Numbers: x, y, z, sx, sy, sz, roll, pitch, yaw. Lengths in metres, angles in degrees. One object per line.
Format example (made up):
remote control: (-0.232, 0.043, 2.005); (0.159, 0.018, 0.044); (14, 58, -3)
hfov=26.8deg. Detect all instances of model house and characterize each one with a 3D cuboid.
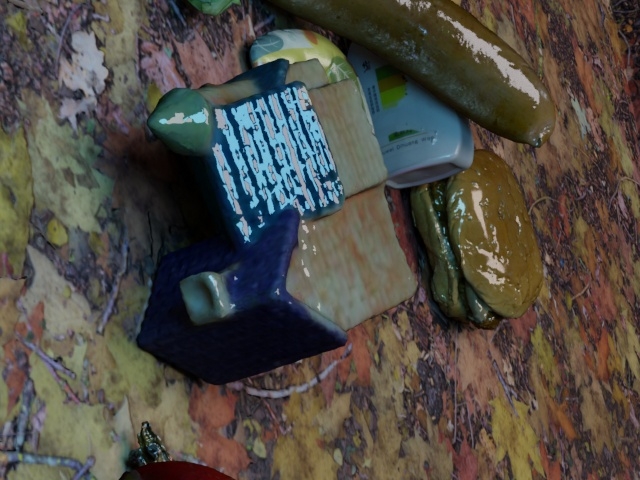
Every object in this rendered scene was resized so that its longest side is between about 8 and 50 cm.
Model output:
model house: (-0.081, -0.016, 1.430); (0.280, 0.245, 0.312); (-25, 97, -54)

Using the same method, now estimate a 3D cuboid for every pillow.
pillow: (-0.010, -0.172, 1.807); (0.214, 0.086, 0.233); (-8, 85, -52)

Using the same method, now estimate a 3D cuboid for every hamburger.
hamburger: (0.254, -0.005, 2.132); (0.259, 0.144, 0.283); (-31, 109, -65)

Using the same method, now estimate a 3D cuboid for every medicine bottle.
medicine bottle: (0.126, -0.235, 1.994); (0.111, 0.161, 0.296); (20, 60, -61)

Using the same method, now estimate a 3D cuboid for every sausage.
sausage: (0.124, -0.292, 1.854); (0.501, 0.123, 0.136); (29, 58, -14)

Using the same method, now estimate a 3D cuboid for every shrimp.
shrimp: (-0.149, 0.262, 1.349); (0.091, 0.043, 0.184); (-70, 142, -59)

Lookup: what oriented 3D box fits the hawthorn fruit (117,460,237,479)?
hawthorn fruit: (-0.133, 0.290, 1.225); (0.202, 0.185, 0.185); (37, 40, -18)

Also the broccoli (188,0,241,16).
broccoli: (-0.096, -0.414, 1.609); (0.308, 0.275, 0.308); (31, 14, -9)
